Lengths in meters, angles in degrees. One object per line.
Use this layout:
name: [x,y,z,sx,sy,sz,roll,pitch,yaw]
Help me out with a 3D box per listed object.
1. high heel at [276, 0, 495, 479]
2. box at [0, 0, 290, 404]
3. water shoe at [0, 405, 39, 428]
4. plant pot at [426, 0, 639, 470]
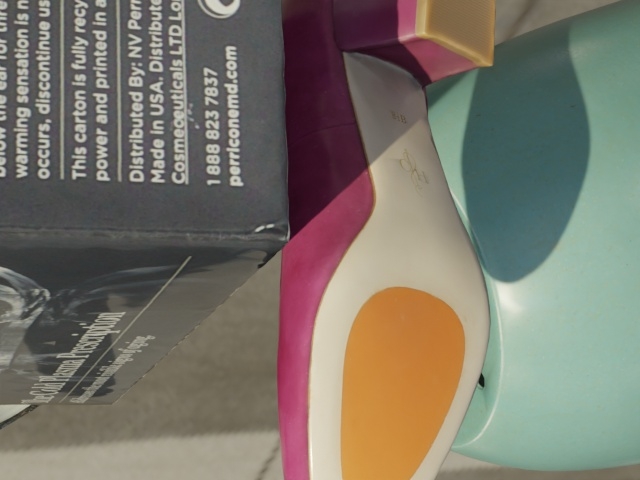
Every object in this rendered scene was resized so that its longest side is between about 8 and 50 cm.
high heel: [0.000,0.000,0.582,0.082,0.244,0.117,18,160,-37]
box: [-0.205,-0.045,0.568,0.312,0.179,0.343,2,165,-16]
water shoe: [-0.265,0.109,1.167,0.203,0.080,0.073,-29,174,-28]
plant pot: [0.150,0.006,0.916,0.235,0.293,0.293,-15,137,-25]
